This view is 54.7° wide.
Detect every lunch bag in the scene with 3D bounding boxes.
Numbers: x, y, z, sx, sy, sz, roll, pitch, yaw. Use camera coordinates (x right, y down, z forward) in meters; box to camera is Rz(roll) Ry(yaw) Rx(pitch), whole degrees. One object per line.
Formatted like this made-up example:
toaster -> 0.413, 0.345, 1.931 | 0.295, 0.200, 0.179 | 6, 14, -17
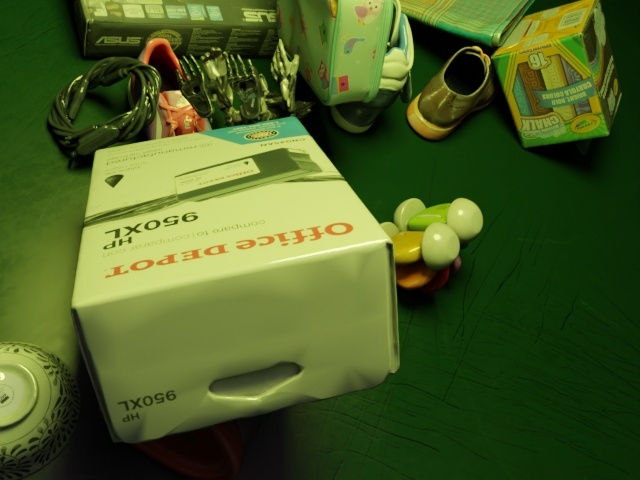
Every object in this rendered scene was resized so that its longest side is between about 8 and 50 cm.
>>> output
lunch bag -> 0.013, -0.355, 0.986 | 0.107, 0.224, 0.279 | -12, 45, -16

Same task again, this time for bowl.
bowl -> -0.365, 0.185, 0.713 | 0.170, 0.080, 0.170 | 11, 59, -19

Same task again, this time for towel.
towel -> 0.269, -0.553, 1.321 | 0.370, 0.040, 0.271 | 29, 64, 21

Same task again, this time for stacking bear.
stacking bear -> -0.114, 0.143, 0.805 | 0.164, 0.175, 0.289 | 50, 42, -20

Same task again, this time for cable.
cable -> -0.320, -0.208, 0.931 | 0.184, 0.047, 0.151 | -31, 59, 7

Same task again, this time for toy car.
toy car -> 0.181, 0.013, 1.025 | 0.182, 0.159, 0.136 | -40, 118, -35

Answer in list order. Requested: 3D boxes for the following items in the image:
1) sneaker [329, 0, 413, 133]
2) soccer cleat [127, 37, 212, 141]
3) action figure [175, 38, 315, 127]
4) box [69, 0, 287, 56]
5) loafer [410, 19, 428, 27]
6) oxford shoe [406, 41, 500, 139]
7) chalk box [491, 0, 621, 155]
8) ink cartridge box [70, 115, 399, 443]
sneaker -> 0.086, -0.383, 1.132 | 0.130, 0.236, 0.323 | 3, 62, -22
soccer cleat -> -0.211, -0.161, 0.951 | 0.108, 0.116, 0.318 | -17, 70, -30
action figure -> -0.105, -0.235, 0.951 | 0.164, 0.275, 0.141 | -6, 95, 12
box -> -0.257, -0.481, 1.124 | 0.394, 0.097, 0.318 | -9, 69, -28
loafer -> 0.245, -0.565, 1.413 | 0.080, 0.078, 0.220 | 54, 53, -41
oxford shoe -> 0.318, -0.342, 1.274 | 0.130, 0.133, 0.364 | 39, 54, 2
chalk box -> 0.502, -0.314, 1.281 | 0.180, 0.179, 0.289 | -55, 128, -37
ink cartridge box -> -0.109, 0.007, 0.715 | 0.285, 0.166, 0.395 | -12, 30, -11
